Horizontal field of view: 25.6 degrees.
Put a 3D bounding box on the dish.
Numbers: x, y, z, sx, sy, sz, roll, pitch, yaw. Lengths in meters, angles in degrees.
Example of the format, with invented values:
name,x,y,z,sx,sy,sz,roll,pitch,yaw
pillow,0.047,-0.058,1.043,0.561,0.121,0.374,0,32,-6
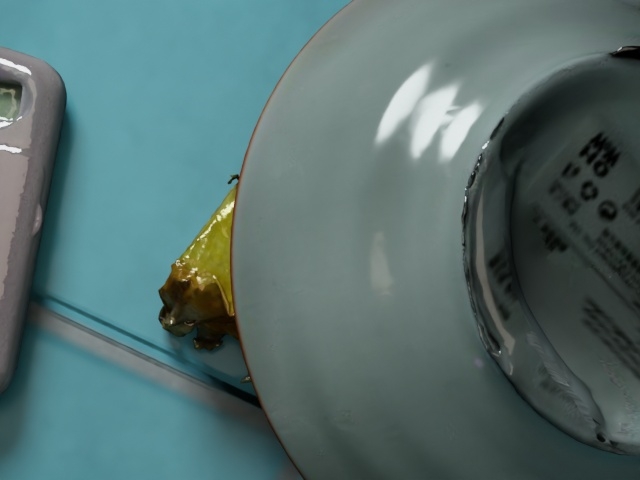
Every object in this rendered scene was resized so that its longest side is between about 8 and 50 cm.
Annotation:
name,x,y,z,sx,sy,sz,roll,pitch,yaw
dish,0.102,0.007,0.525,0.260,0.085,0.260,2,84,-20

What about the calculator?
name,x,y,z,sx,sy,sz,roll,pitch,yaw
calculator,-0.164,-0.011,0.586,0.100,0.032,0.175,8,79,0

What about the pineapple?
name,x,y,z,sx,sy,sz,roll,pitch,yaw
pineapple,0.000,0.000,0.580,0.137,0.069,0.116,-3,74,-12
